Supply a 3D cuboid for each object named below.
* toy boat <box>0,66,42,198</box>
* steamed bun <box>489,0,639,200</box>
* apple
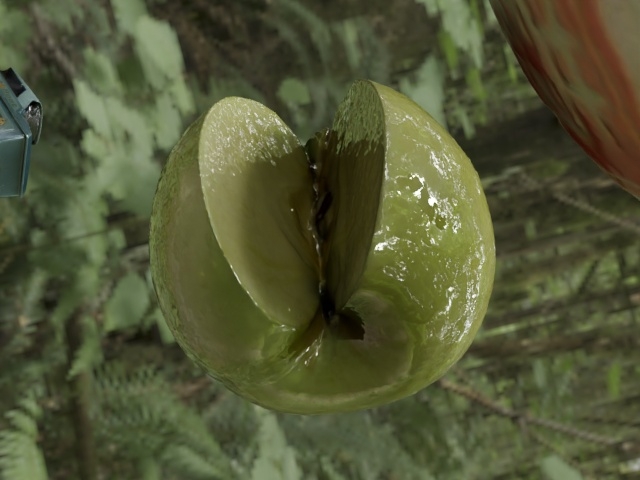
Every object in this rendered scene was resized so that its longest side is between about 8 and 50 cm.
[{"bbox_3d":[-0.216,-0.090,0.868,0.141,0.060,0.055,53,-36,30],"label":"toy boat"},{"bbox_3d":[0.170,-0.147,0.515,0.374,0.241,0.374,-18,90,-80],"label":"steamed bun"},{"bbox_3d":[0.000,0.000,1.182,0.254,0.292,0.292,-94,171,-49],"label":"apple"}]
